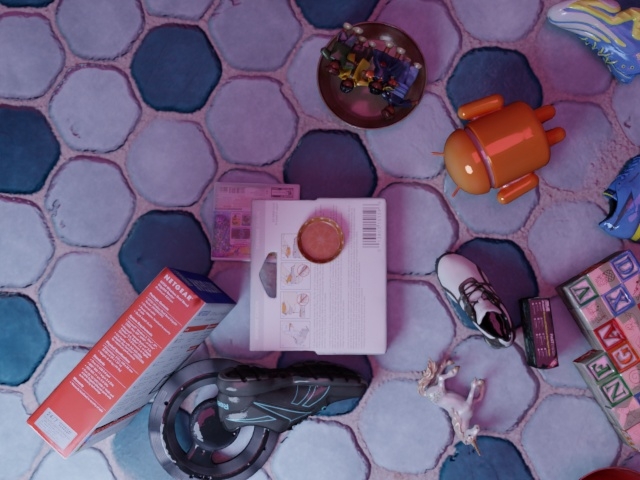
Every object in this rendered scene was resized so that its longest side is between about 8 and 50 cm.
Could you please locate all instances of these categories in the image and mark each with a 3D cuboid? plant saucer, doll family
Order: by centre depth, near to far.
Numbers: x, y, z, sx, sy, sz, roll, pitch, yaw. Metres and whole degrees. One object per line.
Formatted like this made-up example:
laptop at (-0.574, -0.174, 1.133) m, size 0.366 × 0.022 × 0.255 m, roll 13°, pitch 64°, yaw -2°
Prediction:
plant saucer at (0.000, 0.000, 1.466) m, size 0.084 × 0.013 × 0.083 m, roll 0°, pitch 86°, yaw 1°
doll family at (0.089, -0.288, 1.476) m, size 0.193 × 0.076 × 0.111 m, roll 24°, pitch 83°, yaw 1°
plant saucer at (0.092, -0.294, 1.530) m, size 0.199 × 0.036 × 0.198 m, roll 0°, pitch 87°, yaw 2°

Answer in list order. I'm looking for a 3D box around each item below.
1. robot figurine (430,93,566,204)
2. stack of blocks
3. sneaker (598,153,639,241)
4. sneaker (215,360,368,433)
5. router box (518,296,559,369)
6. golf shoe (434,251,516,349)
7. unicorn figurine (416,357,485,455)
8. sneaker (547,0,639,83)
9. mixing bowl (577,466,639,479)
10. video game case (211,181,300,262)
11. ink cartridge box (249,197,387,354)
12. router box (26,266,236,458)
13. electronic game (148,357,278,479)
robot figurine at (0.307, -0.161, 1.466) m, size 0.219 × 0.128 × 0.158 m, roll -26°, pitch 130°, yaw 1°
stack of blocks at (0.525, 0.185, 1.451) m, size 0.171 × 0.087 × 0.297 m, roll -31°, pitch 85°, yaw 0°
sneaker at (0.550, -0.105, 1.481) m, size 0.082 × 0.069 × 0.209 m, roll 21°, pitch 87°, yaw 7°
sneaker at (-0.050, 0.268, 1.455) m, size 0.267 × 0.101 × 0.106 m, roll 0°, pitch 99°, yaw -16°
router box at (0.374, 0.158, 1.457) m, size 0.038 × 0.092 × 0.122 m, roll -6°, pitch 86°, yaw 2°
golf shoe at (0.274, 0.099, 1.466) m, size 0.077 × 0.094 × 0.198 m, roll -39°, pitch 84°, yaw 1°
unicorn figurine at (0.240, 0.282, 1.477) m, size 0.162 × 0.060 × 0.111 m, roll 31°, pitch 88°, yaw 20°
sneaker at (0.514, -0.348, 1.488) m, size 0.240 × 0.091 × 0.126 m, roll 9°, pitch 87°, yaw 2°
mixing bowl at (0.485, 0.463, 1.428) m, size 0.181 × 0.098 × 0.181 m, roll 0°, pitch 87°, yaw 2°
video game case at (-0.117, -0.032, 1.529) m, size 0.157 × 0.019 × 0.143 m, roll 2°, pitch 86°, yaw 2°
ink cartridge box at (-0.002, 0.063, 1.497) m, size 0.239 × 0.060 × 0.275 m, roll 0°, pitch 86°, yaw 3°
router box at (-0.284, 0.186, 1.364) m, size 0.082 × 0.335 × 0.301 m, roll 42°, pitch 87°, yaw 5°
electronic game at (-0.184, 0.319, 1.476) m, size 0.229 × 0.048 × 0.229 m, roll 0°, pitch 90°, yaw -14°
